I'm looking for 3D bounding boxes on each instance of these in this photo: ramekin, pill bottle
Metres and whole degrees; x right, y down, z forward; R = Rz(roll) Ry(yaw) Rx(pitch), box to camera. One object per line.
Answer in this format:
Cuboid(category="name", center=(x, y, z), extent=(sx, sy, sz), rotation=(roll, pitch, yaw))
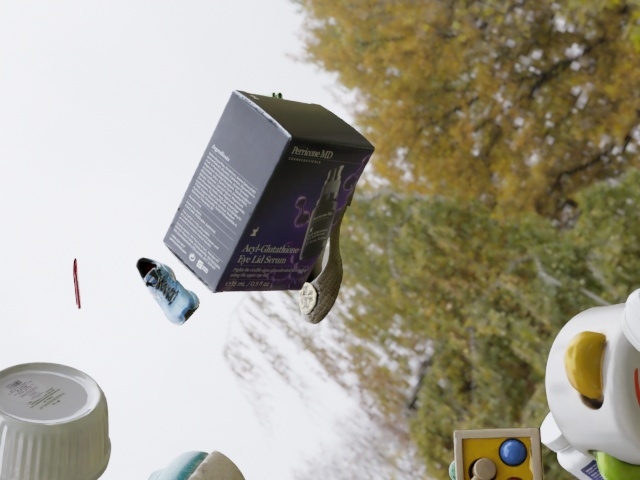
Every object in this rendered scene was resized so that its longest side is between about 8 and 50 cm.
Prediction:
Cuboid(category="ramekin", center=(-0.398, 0.260, 1.597), extent=(0.207, 0.207, 0.109), rotation=(-16, -55, -44))
Cuboid(category="pill bottle", center=(0.469, 0.359, 1.907), extent=(0.187, 0.112, 0.112), rotation=(37, -94, -12))

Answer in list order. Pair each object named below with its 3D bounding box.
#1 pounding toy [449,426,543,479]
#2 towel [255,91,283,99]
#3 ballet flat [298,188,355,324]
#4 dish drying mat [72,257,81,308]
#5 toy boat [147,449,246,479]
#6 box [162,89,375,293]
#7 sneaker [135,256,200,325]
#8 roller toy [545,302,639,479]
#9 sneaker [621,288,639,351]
Cuboid(category="pounding toy", center=(0.219, 0.312, 1.469), extent=(0.100, 0.141, 0.130), rotation=(35, -128, -75))
Cuboid(category="towel", center=(-0.073, -0.136, 1.615), extent=(0.023, 0.113, 0.152), rotation=(-10, -82, -21))
Cuboid(category="ballet flat", center=(0.000, 0.000, 1.671), extent=(0.058, 0.084, 0.250), rotation=(22, -108, -37))
Cuboid(category="dish drying mat", center=(-0.347, 0.062, 1.601), extent=(0.008, 0.032, 0.083), rotation=(-3, -38, -9))
Cuboid(category="toy boat", center=(-0.188, 0.359, 1.086), extent=(0.267, 0.148, 0.318), rotation=(-52, -15, -62))
Cuboid(category="box", center=(-0.059, -0.052, 1.283), extent=(0.153, 0.108, 0.207), rotation=(0, -56, -50))
Cuboid(category="sneaker", center=(-0.261, 0.081, 1.855), extent=(0.063, 0.162, 0.073), rotation=(-49, -43, -1))
Cuboid(category="roller toy", center=(0.374, 0.164, 1.309), extent=(0.191, 0.146, 0.209), rotation=(-38, -80, -28))
Cuboid(category="sneaker", center=(0.396, 0.123, 1.135), extent=(0.080, 0.212, 0.094), rotation=(-49, -22, -11))
